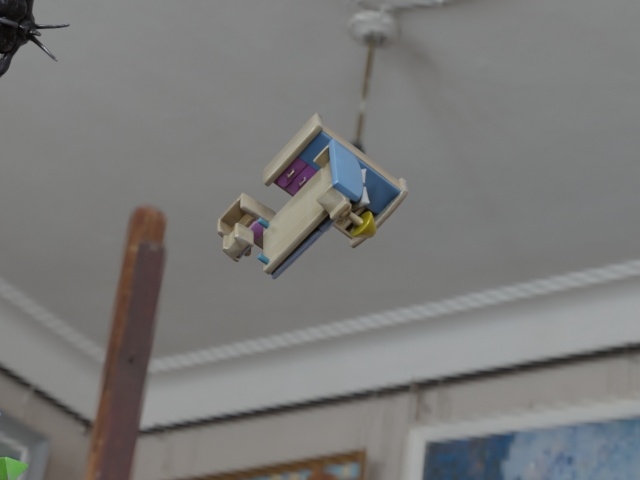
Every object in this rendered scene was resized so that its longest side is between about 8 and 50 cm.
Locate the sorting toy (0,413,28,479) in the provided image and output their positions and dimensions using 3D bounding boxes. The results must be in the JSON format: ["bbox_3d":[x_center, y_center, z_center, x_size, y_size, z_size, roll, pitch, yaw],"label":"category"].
[{"bbox_3d":[-0.528,0.356,1.888,0.047,0.348,0.196,-13,-62,50],"label":"sorting toy"}]

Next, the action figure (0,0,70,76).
[{"bbox_3d":[-0.461,-0.303,1.793,0.275,0.164,0.141,19,10,-31],"label":"action figure"}]

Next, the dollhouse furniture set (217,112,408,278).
[{"bbox_3d":[0.000,0.000,2.217,0.198,0.303,0.286,36,-68,-21],"label":"dollhouse furniture set"}]
